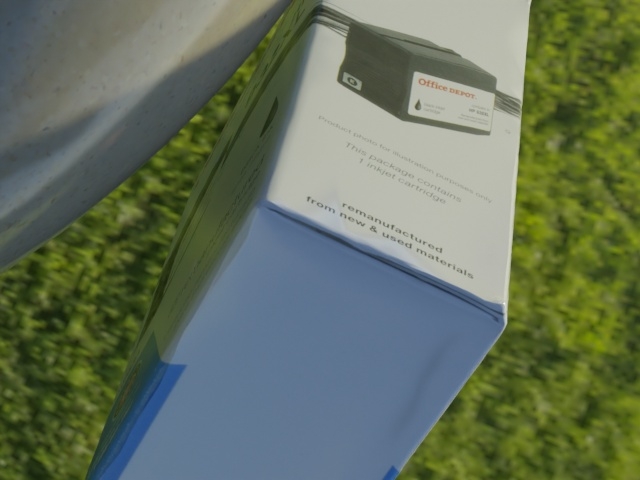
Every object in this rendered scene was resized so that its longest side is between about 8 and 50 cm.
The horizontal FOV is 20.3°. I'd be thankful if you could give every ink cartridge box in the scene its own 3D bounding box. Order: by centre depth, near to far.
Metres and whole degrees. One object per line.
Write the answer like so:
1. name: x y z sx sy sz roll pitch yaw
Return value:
1. ink cartridge box: 0.000 0.000 0.943 0.129 0.307 0.223 25 124 -8

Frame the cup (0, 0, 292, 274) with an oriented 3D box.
1. cup: -0.174 -0.108 0.676 0.331 0.331 0.237 42 62 -41
